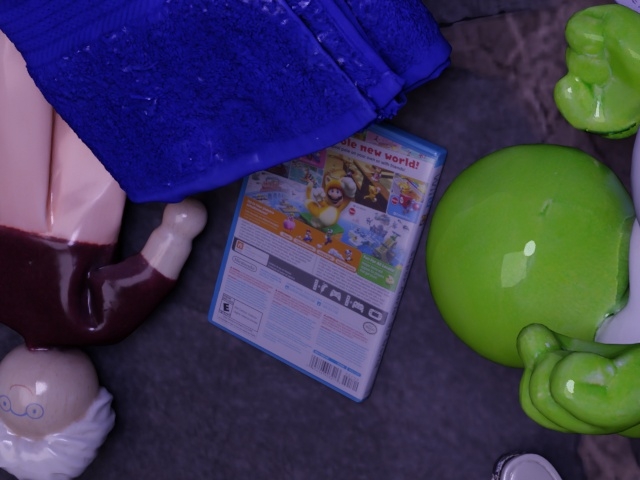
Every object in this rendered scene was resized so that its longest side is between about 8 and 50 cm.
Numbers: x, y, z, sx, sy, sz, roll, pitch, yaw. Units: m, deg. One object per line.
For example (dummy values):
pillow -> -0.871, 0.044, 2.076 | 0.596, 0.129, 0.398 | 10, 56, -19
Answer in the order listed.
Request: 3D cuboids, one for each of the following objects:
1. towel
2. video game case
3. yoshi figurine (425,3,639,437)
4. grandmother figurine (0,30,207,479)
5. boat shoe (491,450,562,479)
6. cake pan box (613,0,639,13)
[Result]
towel -> -0.105, -0.159, 0.687 | 0.228, 0.076, 0.308 | -21, 118, 33
video game case -> 0.000, 0.000, 0.827 | 0.119, 0.015, 0.166 | 26, 114, 24
yoshi figurine -> 0.136, -0.018, 0.573 | 0.203, 0.204, 0.362 | 59, 161, 21
grandmother figurine -> -0.175, -0.008, 0.881 | 0.208, 0.104, 0.342 | 13, 106, 32
boat shoe -> 0.133, 0.177, 0.776 | 0.046, 0.038, 0.125 | -30, 92, -9
cake pan box -> 0.242, -0.186, 0.606 | 0.246, 0.070, 0.267 | 45, 120, 12
